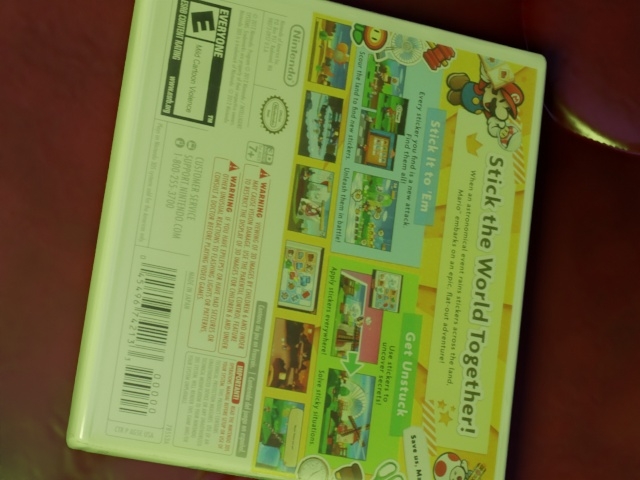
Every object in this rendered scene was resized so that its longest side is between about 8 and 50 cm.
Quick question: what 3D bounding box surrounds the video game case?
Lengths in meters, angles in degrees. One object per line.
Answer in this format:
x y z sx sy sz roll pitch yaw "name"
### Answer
0.000 0.000 0.823 0.206 0.026 0.227 12 76 -19 "video game case"
